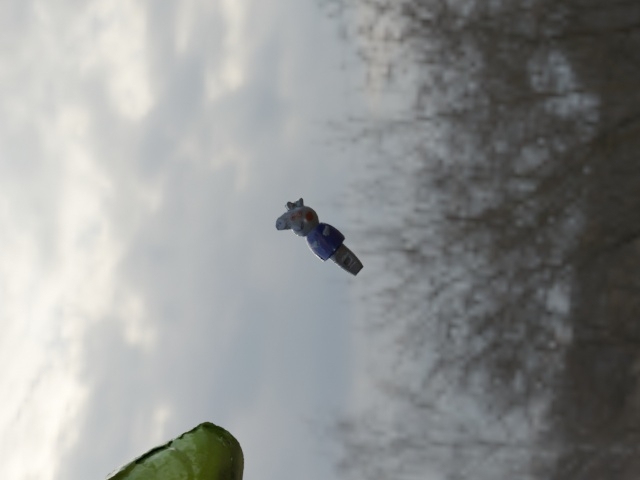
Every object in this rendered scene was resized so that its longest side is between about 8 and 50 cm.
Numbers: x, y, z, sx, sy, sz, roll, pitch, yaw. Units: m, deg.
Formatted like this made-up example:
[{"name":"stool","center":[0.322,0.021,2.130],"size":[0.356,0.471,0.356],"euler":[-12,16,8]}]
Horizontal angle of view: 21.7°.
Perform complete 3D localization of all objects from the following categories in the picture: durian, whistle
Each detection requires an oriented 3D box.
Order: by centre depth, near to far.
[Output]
[{"name":"whistle","center":[0.000,0.000,1.378],"size":[0.033,0.083,0.029],"euler":[-49,6,0]},{"name":"durian","center":[-0.171,0.290,1.724],"size":[0.250,0.139,0.101],"euler":[-42,-33,-30]}]
